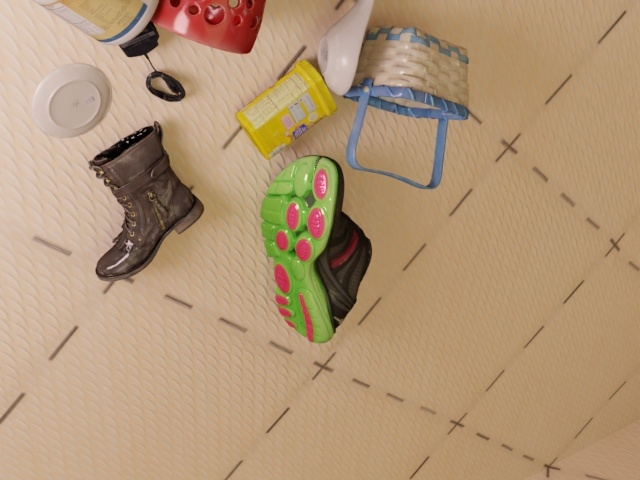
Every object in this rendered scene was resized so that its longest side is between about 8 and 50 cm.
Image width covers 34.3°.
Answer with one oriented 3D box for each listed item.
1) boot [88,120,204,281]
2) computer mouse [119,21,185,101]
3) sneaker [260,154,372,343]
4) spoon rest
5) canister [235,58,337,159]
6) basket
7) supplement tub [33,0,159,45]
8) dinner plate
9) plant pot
[{"bbox_3d":[-0.354,-0.072,1.892,0.263,0.091,0.229,-42,135,-9],"label":"boot"},{"bbox_3d":[-0.292,-0.317,1.760,0.071,0.041,0.242,-21,146,4],"label":"computer mouse"},{"bbox_3d":[0.000,0.000,2.196,0.202,0.185,0.483,-39,147,-34],"label":"sneaker"},{"bbox_3d":[0.050,-0.401,1.905,0.084,0.137,0.276,-3,119,-17],"label":"spoon rest"},{"bbox_3d":[-0.066,-0.246,1.975,0.170,0.073,0.126,-38,140,-5],"label":"canister"},{"bbox_3d":[0.170,-0.258,2.034,0.254,0.201,0.289,14,83,-44],"label":"basket"},{"bbox_3d":[-0.355,-0.396,1.553,0.144,0.144,0.199,-51,139,9],"label":"supplement tub"},{"bbox_3d":[-0.416,-0.231,1.745,0.141,0.017,0.141,-24,136,-24],"label":"dinner plate"},{"bbox_3d":[-0.170,-0.411,1.662,0.191,0.191,0.174,9,112,-43],"label":"plant pot"}]
